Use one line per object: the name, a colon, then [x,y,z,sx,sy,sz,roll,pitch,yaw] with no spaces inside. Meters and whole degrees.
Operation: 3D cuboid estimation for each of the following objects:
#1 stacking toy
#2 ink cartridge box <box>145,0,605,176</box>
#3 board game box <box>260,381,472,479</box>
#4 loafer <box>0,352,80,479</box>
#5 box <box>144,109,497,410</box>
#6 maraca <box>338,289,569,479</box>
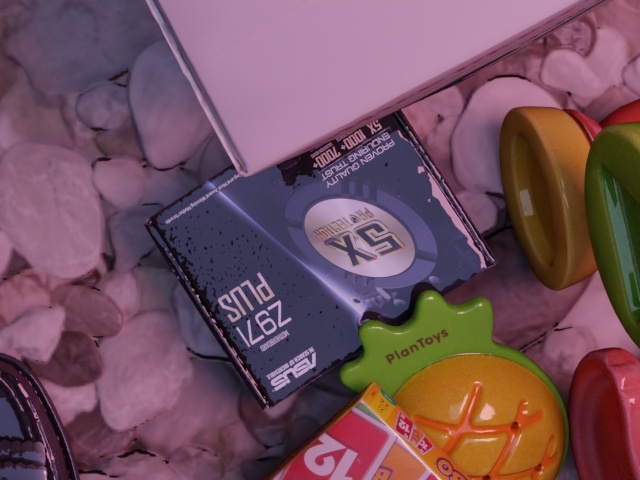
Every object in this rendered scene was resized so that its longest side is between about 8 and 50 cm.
stacking toy: [0.230,0.049,0.810,0.130,0.279,0.309,-14,91,-9]
ink cartridge box: [0.080,-0.162,0.751,0.223,0.307,0.129,-26,92,30]
board game box: [-0.010,0.213,0.888,0.124,0.039,0.259,45,120,0]
loafer: [-0.216,0.228,0.912,0.109,0.095,0.302,-3,92,2]
box: [0.000,0.000,0.905,0.180,0.077,0.147,-32,92,3]
maraca: [0.088,0.111,0.883,0.127,0.099,0.185,-29,118,4]
